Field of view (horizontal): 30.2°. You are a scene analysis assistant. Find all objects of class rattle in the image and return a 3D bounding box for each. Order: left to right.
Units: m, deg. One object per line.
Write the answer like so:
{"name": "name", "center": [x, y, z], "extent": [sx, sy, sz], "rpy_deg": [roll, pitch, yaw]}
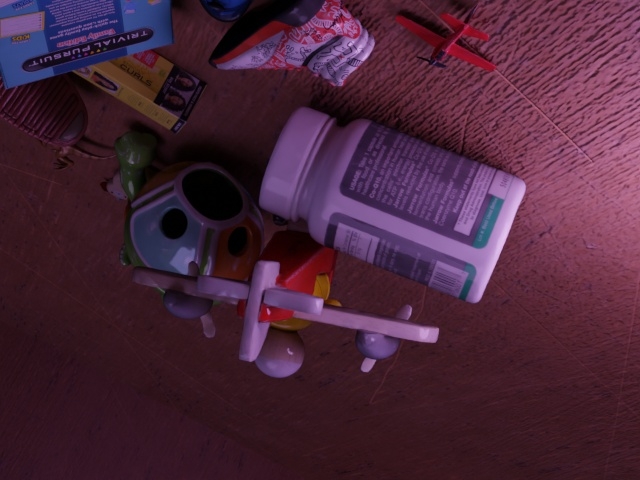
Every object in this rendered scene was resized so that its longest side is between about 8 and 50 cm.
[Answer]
{"name": "rattle", "center": [-0.381, -0.064, 2.320], "extent": [0.200, 0.142, 0.130], "rpy_deg": [-5, 161, 38]}

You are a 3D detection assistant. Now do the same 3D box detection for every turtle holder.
{"name": "turtle holder", "center": [-0.230, -0.050, 2.136], "extent": [0.244, 0.320, 0.227], "rpy_deg": [-5, 150, -23]}

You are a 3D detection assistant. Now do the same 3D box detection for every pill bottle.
{"name": "pill bottle", "center": [0.105, -0.061, 1.777], "extent": [0.361, 0.204, 0.204], "rpy_deg": [22, 156, 6]}

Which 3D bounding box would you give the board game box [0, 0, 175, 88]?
{"name": "board game box", "center": [-0.331, -0.351, 1.568], "extent": [0.254, 0.079, 0.336], "rpy_deg": [-18, 159, -13]}

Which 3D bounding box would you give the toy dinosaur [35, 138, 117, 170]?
{"name": "toy dinosaur", "center": [-0.483, -0.176, 2.269], "extent": [0.212, 0.064, 0.112], "rpy_deg": [27, 155, -5]}

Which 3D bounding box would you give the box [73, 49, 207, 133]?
{"name": "box", "center": [-0.303, -0.269, 1.885], "extent": [0.232, 0.087, 0.058], "rpy_deg": [32, 153, -12]}

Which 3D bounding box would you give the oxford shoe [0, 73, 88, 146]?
{"name": "oxford shoe", "center": [-0.572, -0.304, 2.034], "extent": [0.397, 0.140, 0.146], "rpy_deg": [41, 162, -17]}

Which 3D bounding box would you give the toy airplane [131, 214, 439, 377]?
{"name": "toy airplane", "center": [-0.060, 0.107, 1.884], "extent": [0.385, 0.272, 0.386], "rpy_deg": [-8, -153, -30]}

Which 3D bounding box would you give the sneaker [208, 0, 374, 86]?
{"name": "sneaker", "center": [-0.040, -0.259, 1.648], "extent": [0.145, 0.090, 0.270], "rpy_deg": [38, 150, -22]}

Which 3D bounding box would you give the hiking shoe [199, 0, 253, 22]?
{"name": "hiking shoe", "center": [-0.145, -0.360, 1.488], "extent": [0.113, 0.132, 0.304], "rpy_deg": [21, 156, 9]}

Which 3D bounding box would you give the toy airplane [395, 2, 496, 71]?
{"name": "toy airplane", "center": [0.170, -0.258, 1.528], "extent": [0.151, 0.028, 0.151], "rpy_deg": [19, 156, 9]}
